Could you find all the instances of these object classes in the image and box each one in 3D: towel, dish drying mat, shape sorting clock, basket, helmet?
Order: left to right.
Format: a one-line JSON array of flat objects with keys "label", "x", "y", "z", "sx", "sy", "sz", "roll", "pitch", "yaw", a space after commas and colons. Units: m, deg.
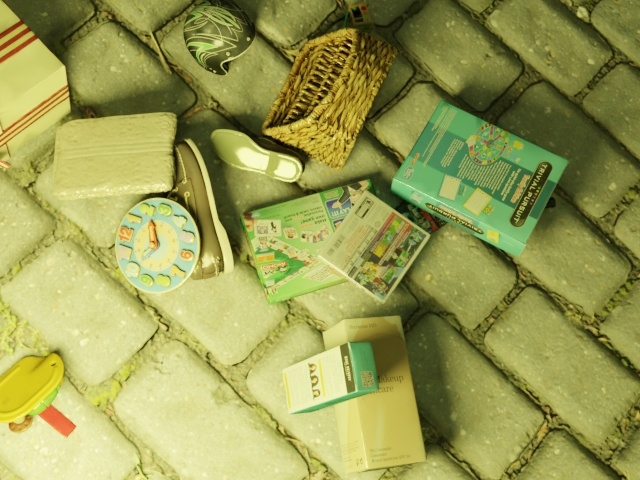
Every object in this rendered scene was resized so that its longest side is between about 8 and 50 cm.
[{"label": "dish drying mat", "x": -0.543, "y": 0.369, "z": 1.824, "sx": 0.083, "sy": 0.008, "sz": 0.032, "roll": 38, "pitch": 68, "yaw": 6}, {"label": "towel", "x": -0.456, "y": -0.185, "z": 1.968, "sx": 0.282, "sy": 0.049, "sz": 0.187, "roll": -3, "pitch": 73, "yaw": 9}, {"label": "shape sorting clock", "x": -0.352, "y": 0.011, "z": 1.905, "sx": 0.206, "sy": 0.040, "sz": 0.206, "roll": -1, "pitch": 86, "yaw": 24}, {"label": "helmet", "x": -0.236, "y": -0.482, "z": 2.076, "sx": 0.169, "sy": 0.161, "sz": 0.169, "roll": 3, "pitch": 71, "yaw": -8}, {"label": "basket", "x": 0.020, "y": -0.352, "z": 2.048, "sx": 0.223, "sy": 0.213, "sz": 0.299, "roll": 27, "pitch": 69, "yaw": -1}]

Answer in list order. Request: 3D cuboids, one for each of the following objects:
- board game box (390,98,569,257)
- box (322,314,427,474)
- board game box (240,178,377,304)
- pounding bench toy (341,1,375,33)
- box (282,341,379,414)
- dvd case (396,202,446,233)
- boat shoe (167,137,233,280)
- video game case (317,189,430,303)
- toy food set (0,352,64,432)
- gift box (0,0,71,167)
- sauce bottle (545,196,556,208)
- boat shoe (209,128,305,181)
[{"label": "board game box", "x": 0.372, "y": -0.149, "z": 2.082, "sx": 0.336, "sy": 0.079, "sz": 0.253, "roll": 28, "pitch": 68, "yaw": 10}, {"label": "box", "x": 0.111, "y": 0.324, "z": 1.874, "sx": 0.148, "sy": 0.121, "sz": 0.311, "roll": -3, "pitch": 72, "yaw": -23}, {"label": "board game box", "x": 0.000, "y": 0.000, "z": 2.016, "sx": 0.317, "sy": 0.046, "sz": 0.213, "roll": -16, "pitch": 76, "yaw": -14}, {"label": "pounding bench toy", "x": 0.084, "y": -0.553, "z": 2.211, "sx": 0.083, "sy": 0.052, "sz": 0.065, "roll": -13, "pitch": 74, "yaw": -13}, {"label": "box", "x": 0.016, "y": 0.284, "z": 1.818, "sx": 0.060, "sy": 0.244, "sz": 0.100, "roll": 4, "pitch": 69, "yaw": -36}, {"label": "dvd case", "x": 0.223, "y": -0.046, "z": 2.085, "sx": 0.119, "sy": 0.013, "sz": 0.087, "roll": -29, "pitch": 78, "yaw": -18}, {"label": "boat shoe", "x": -0.282, "y": -0.071, "z": 1.960, "sx": 0.097, "sy": 0.116, "sz": 0.324, "roll": -15, "pitch": 80, "yaw": -16}, {"label": "video game case", "x": 0.121, "y": 0.013, "z": 1.997, "sx": 0.183, "sy": 0.023, "sz": 0.201, "roll": 35, "pitch": 69, "yaw": 3}, {"label": "toy food set", "x": -0.604, "y": 0.326, "z": 1.801, "sx": 0.128, "sy": 0.071, "sz": 0.218, "roll": 27, "pitch": 59, "yaw": 36}, {"label": "gift box", "x": -0.699, "y": -0.318, "z": 1.900, "sx": 0.258, "sy": 0.255, "sz": 0.276, "roll": -41, "pitch": 78, "yaw": -21}, {"label": "sauce bottle", "x": 0.501, "y": -0.082, "z": 2.128, "sx": 0.128, "sy": 0.042, "sz": 0.042, "roll": -12, "pitch": 74, "yaw": -14}, {"label": "boat shoe", "x": -0.145, "y": -0.198, "z": 2.050, "sx": 0.228, "sy": 0.068, "sz": 0.081, "roll": 23, "pitch": 109, "yaw": 3}]
